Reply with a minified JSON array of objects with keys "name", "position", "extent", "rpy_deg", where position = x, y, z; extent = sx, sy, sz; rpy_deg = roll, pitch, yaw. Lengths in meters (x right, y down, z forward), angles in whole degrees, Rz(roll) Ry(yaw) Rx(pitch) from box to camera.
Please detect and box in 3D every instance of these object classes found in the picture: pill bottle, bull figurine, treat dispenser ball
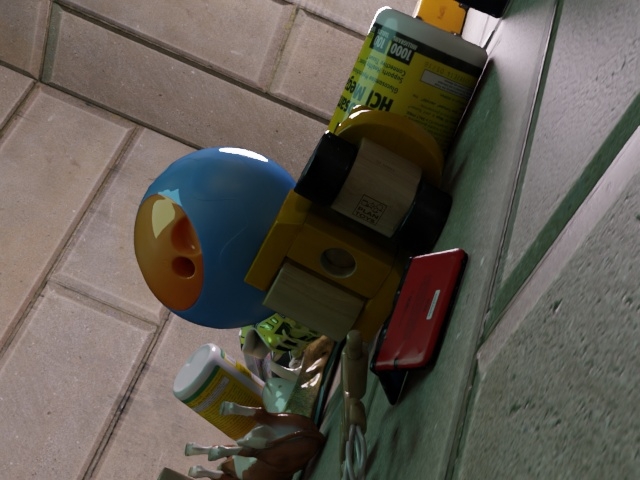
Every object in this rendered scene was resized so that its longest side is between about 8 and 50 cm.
[{"name":"pill bottle","position":[0.112,-0.176,1.771],"extent":[0.188,0.187,0.334],"rpy_deg":[-79,12,-79]},{"name":"bull figurine","position":[-0.109,0.357,1.830],"extent":[0.310,0.188,0.101],"rpy_deg":[125,152,-47]},{"name":"pill bottle","position":[-0.153,0.289,2.046],"extent":[0.117,0.208,0.118],"rpy_deg":[-43,20,20]},{"name":"treat dispenser ball","position":[-0.151,-0.004,1.797],"extent":[0.288,0.288,0.288],"rpy_deg":[-157,90,-88]}]

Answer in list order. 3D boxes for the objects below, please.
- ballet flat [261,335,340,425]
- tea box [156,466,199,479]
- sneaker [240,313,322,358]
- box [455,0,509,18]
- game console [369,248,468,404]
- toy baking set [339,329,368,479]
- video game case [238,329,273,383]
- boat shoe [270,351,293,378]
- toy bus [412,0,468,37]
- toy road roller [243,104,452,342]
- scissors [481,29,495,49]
[{"name":"ballet flat","position":[-0.043,0.255,2.018],"extent":[0.349,0.123,0.123],"rpy_deg":[-70,4,-53]},{"name":"tea box","position":[-0.236,0.590,1.841],"extent":[0.323,0.219,0.329],"rpy_deg":[116,177,-62]},{"name":"sneaker","position":[-0.018,0.126,1.934],"extent":[0.384,0.145,0.147],"rpy_deg":[-22,49,62]},{"name":"box","position":[0.201,-0.535,1.900],"extent":[0.294,0.296,0.183],"rpy_deg":[-73,6,-67]},{"name":"game console","position":[0.115,0.095,1.219],"extent":[0.124,0.085,0.144],"rpy_deg":[-13,47,48]},{"name":"toy baking set","position":[0.037,0.198,1.181],"extent":[0.256,0.030,0.197],"rpy_deg":[90,180,-50]},{"name":"video game case","position":[-0.129,0.308,2.595],"extent":[0.204,0.025,0.285],"rpy_deg":[-75,-27,-73]},{"name":"boat shoe","position":[-0.090,0.174,2.560],"extent":[0.113,0.104,0.306],"rpy_deg":[53,-158,-59]},{"name":"toy bus","position":[0.246,-0.461,2.478],"extent":[0.333,0.108,0.130],"rpy_deg":[-70,4,-53]},{"name":"toy road roller","position":[0.053,-0.040,1.618],"extent":[0.330,0.202,0.241],"rpy_deg":[-60,5,38]},{"name":"scissors","position":[0.230,-0.241,1.875],"extent":[0.297,0.021,0.109],"rpy_deg":[124,171,-72]}]
